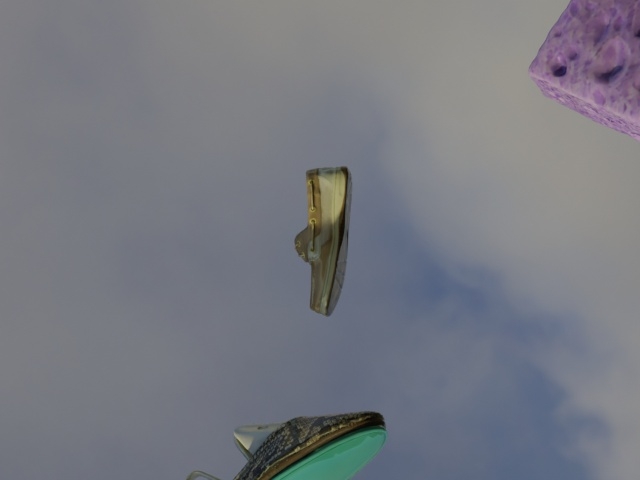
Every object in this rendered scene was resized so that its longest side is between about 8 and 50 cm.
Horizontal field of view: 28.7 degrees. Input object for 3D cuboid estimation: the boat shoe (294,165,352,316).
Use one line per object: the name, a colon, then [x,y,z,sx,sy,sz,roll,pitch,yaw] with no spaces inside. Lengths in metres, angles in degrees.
boat shoe: [0.000,0.000,1.113,0.050,0.045,0.135,55,-140,-73]

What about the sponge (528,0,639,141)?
sponge: [0.191,-0.065,0.451,0.210,0.117,0.031,33,176,34]

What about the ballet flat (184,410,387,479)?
ballet flat: [-0.122,0.391,1.881,0.182,0.483,0.164,40,170,34]
